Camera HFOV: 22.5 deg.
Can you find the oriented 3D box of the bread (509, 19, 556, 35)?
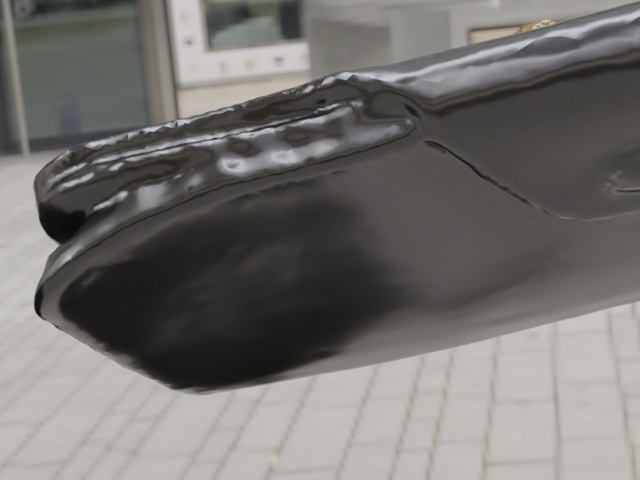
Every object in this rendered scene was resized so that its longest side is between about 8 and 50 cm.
[{"bbox_3d":[0.125,-0.070,1.154,0.172,0.103,0.132,-44,-8,-3],"label":"bread"}]

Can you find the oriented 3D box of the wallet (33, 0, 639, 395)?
[{"bbox_3d":[0.104,-0.022,0.513,0.377,0.051,0.197,-14,-21,11],"label":"wallet"}]
